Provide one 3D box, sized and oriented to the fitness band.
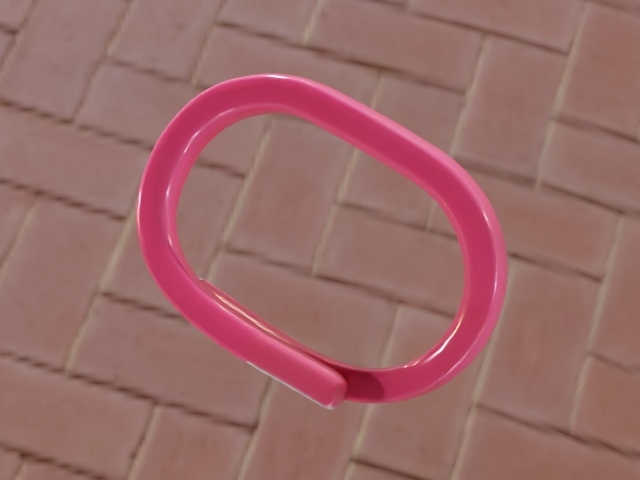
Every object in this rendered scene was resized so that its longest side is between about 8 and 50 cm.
[{"bbox_3d":[0.000,0.000,1.426,0.291,0.054,0.209,31,98,15],"label":"fitness band"}]
